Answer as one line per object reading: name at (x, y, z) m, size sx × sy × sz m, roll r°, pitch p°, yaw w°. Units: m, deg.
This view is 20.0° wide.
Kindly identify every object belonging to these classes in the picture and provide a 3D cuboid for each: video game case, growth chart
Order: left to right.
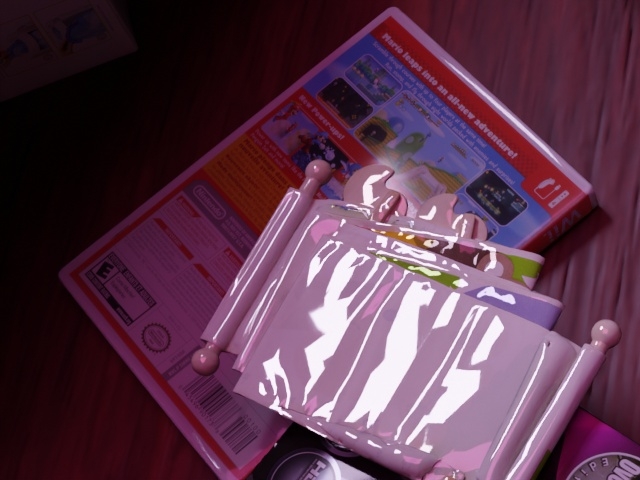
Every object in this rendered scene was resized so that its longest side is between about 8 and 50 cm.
video game case at (0.000, 0.000, 1.135) m, size 0.285 × 0.025 × 0.204 m, roll -39°, pitch 58°, yaw -6°
growth chart at (0.044, 0.051, 0.992) m, size 0.237 × 0.021 × 0.172 m, roll 28°, pitch 71°, yaw 32°

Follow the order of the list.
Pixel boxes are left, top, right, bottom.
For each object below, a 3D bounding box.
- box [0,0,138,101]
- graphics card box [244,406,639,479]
box at (-0.246, -0.165, 1.255) m, size 0.203 × 0.103 × 0.114 m, roll -20°, pitch 58°, yaw 5°
graphics card box at (0.116, 0.214, 0.937) m, size 0.371 × 0.094 × 0.233 m, roll 33°, pitch 76°, yaw 33°
